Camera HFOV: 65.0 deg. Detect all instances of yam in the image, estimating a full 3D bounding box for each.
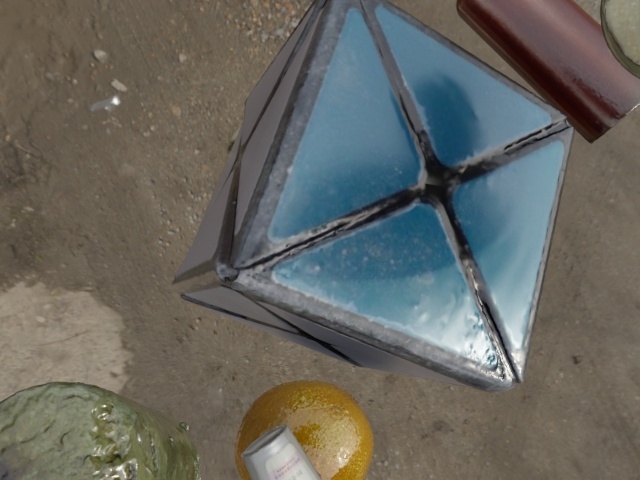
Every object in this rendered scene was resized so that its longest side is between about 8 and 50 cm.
[{"bbox_3d":[-0.267,0.280,0.598,0.195,0.300,0.195,0,66,1],"label":"yam"}]

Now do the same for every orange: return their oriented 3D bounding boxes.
[{"bbox_3d":[-0.031,0.411,1.001,0.275,0.274,0.274,2,76,-10],"label":"orange"}]

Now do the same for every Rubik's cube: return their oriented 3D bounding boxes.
[{"bbox_3d":[0.034,-0.024,0.471,0.260,0.255,0.259,21,73,-18],"label":"Rubik's cube"}]

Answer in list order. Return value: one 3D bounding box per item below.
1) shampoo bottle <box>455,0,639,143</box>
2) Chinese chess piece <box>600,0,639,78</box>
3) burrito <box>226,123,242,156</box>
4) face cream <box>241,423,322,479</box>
[{"bbox_3d":[0.223,-0.223,0.524,0.102,0.064,0.260,-36,79,-19],"label":"shampoo bottle"},{"bbox_3d":[0.238,-0.152,0.304,0.051,0.122,0.122,-11,76,-53],"label":"Chinese chess piece"},{"bbox_3d":[-0.089,-0.240,0.998,0.105,0.143,0.299,26,55,-2],"label":"burrito"},{"bbox_3d":[-0.025,0.438,0.810,0.107,0.073,0.269,-28,88,-27],"label":"face cream"}]
